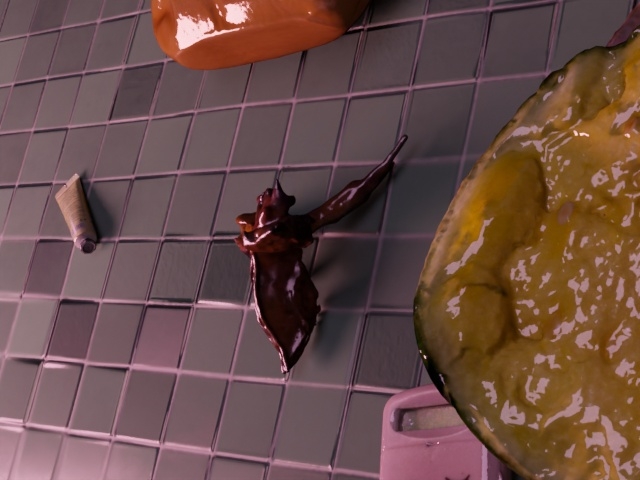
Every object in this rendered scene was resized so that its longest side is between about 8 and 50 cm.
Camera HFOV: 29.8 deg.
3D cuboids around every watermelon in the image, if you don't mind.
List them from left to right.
[{"bbox_3d":[0.233,0.027,0.648,0.331,0.189,0.331,-17,49,21],"label":"watermelon"}]

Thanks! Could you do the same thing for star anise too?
[{"bbox_3d":[0.002,-0.004,0.953,0.158,0.144,0.140,-112,19,-44],"label":"star anise"}]

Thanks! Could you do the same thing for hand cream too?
[{"bbox_3d":[-0.238,-0.025,1.181,0.035,0.022,0.102,-46,43,15],"label":"hand cream"}]

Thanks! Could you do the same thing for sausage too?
[{"bbox_3d":[-0.049,-0.225,1.044,0.241,0.120,0.136,-2,80,39],"label":"sausage"}]

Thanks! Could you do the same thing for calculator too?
[{"bbox_3d":[0.083,0.170,0.809,0.100,0.032,0.175,-13,62,36],"label":"calculator"}]

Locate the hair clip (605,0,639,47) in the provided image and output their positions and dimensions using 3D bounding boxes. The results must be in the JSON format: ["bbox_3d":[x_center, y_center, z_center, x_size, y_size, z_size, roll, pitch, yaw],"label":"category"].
[{"bbox_3d":[0.245,-0.181,0.811,0.173,0.069,0.300,32,92,44],"label":"hair clip"}]
